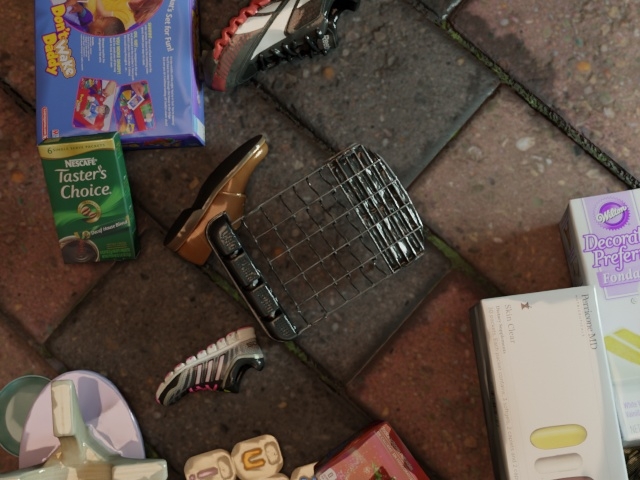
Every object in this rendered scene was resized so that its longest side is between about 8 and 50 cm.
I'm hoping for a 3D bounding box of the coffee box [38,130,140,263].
[{"bbox_3d":[-0.329,-0.059,1.390,0.113,0.040,0.184,-4,111,4],"label":"coffee box"}]

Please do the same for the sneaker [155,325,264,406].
[{"bbox_3d":[-0.151,0.193,1.374,0.170,0.063,0.075,-33,76,-5],"label":"sneaker"}]

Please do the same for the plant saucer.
[{"bbox_3d":[-0.415,0.255,1.408,0.119,0.021,0.119,-1,83,4],"label":"plant saucer"}]

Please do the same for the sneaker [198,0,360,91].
[{"bbox_3d":[-0.051,-0.302,1.406,0.276,0.097,0.135,-44,80,-3],"label":"sneaker"}]

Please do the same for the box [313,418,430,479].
[{"bbox_3d":[0.110,0.374,1.293,0.122,0.128,0.257,-36,84,-7],"label":"box"}]

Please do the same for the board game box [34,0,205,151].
[{"bbox_3d":[-0.297,-0.308,1.436,0.233,0.078,0.347,-3,83,4],"label":"board game box"}]

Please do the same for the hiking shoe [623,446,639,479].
[{"bbox_3d":[0.459,0.324,1.287,0.086,0.114,0.227,-41,82,-2],"label":"hiking shoe"}]

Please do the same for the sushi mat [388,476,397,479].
[{"bbox_3d":[0.044,0.432,1.239,0.151,0.019,0.316,49,126,8],"label":"sushi mat"}]

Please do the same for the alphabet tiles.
[{"bbox_3d":[-0.088,0.425,1.363,0.277,0.021,0.284,-18,83,-1],"label":"alphabet tiles"}]

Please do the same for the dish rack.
[{"bbox_3d":[0.000,0.000,1.362,0.271,0.074,0.208,-32,100,-5],"label":"dish rack"}]

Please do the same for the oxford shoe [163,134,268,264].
[{"bbox_3d":[-0.136,-0.059,1.410,0.076,0.076,0.212,37,88,-20],"label":"oxford shoe"}]

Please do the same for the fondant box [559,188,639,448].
[{"bbox_3d":[0.474,0.092,1.292,0.238,0.096,0.331,-10,69,3],"label":"fondant box"}]

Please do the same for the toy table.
[{"bbox_3d":[-0.327,0.317,1.311,0.252,0.161,0.274,-16,87,-6],"label":"toy table"}]

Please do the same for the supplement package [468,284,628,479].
[{"bbox_3d":[0.290,0.202,1.269,0.145,0.204,0.262,-9,82,3],"label":"supplement package"}]
